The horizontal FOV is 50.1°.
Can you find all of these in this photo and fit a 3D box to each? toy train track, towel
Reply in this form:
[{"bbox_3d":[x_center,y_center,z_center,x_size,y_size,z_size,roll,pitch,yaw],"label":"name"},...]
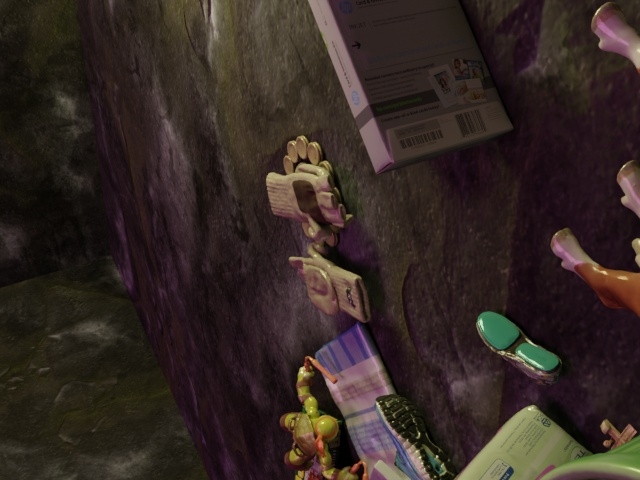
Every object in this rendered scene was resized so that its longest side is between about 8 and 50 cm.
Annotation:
[{"bbox_3d":[0.290,0.203,0.633,0.083,0.014,0.048,51,149,38],"label":"toy train track"},{"bbox_3d":[0.081,0.286,1.113,0.285,0.034,0.209,67,155,12],"label":"towel"}]

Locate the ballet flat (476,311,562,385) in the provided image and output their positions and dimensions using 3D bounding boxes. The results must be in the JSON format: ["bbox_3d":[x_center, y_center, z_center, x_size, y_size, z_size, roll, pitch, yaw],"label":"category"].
[{"bbox_3d":[0.208,0.118,0.723,0.114,0.041,0.041,40,141,51],"label":"ballet flat"}]

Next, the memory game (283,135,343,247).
[{"bbox_3d":[-0.013,-0.075,1.086,0.186,0.012,0.186,46,146,44],"label":"memory game"}]

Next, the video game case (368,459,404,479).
[{"bbox_3d":[0.135,0.395,1.001,0.157,0.019,0.143,40,158,19],"label":"video game case"}]

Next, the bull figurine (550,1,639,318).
[{"bbox_3d":[0.256,-0.052,0.426,0.188,0.101,0.310,49,146,48],"label":"bull figurine"}]

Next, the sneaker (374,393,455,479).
[{"bbox_3d":[0.120,0.296,0.980,0.162,0.063,0.073,58,135,30],"label":"sneaker"}]

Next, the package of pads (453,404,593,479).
[{"bbox_3d":[0.150,0.338,0.748,0.101,0.229,0.296,40,145,20],"label":"package of pads"}]

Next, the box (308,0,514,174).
[{"bbox_3d":[0.086,-0.169,0.648,0.038,0.145,0.186,-31,79,64],"label":"box"}]

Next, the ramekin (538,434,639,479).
[{"bbox_3d":[0.302,0.267,0.476,0.303,0.148,0.303,42,142,44],"label":"ramekin"}]

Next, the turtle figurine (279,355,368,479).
[{"bbox_3d":[-0.012,0.353,1.200,0.269,0.087,0.217,66,154,15],"label":"turtle figurine"}]

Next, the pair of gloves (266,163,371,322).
[{"bbox_3d":[0.000,0.000,1.047,0.204,0.042,0.240,2,111,61],"label":"pair of gloves"}]

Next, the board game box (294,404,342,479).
[{"bbox_3d":[-0.012,0.462,1.321,0.136,0.030,0.259,178,99,-67],"label":"board game box"}]
